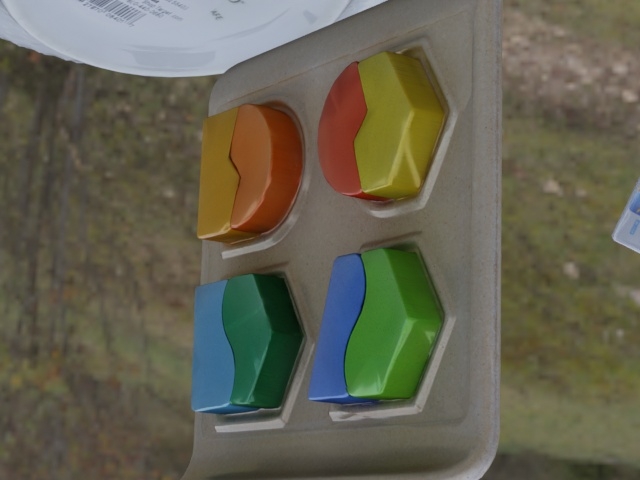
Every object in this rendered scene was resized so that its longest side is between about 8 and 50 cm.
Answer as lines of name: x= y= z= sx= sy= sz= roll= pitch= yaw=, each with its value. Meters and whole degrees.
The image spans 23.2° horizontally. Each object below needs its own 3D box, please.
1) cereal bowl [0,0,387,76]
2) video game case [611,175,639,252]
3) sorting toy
cereal bowl: x=-0.065 y=-0.175 z=0.720 sx=0.339 sy=0.141 sz=0.339 roll=-4 pitch=156 yaw=-2
video game case: x=0.157 y=-0.032 z=0.502 sx=0.087 sy=0.011 sz=0.122 roll=28 pitch=120 yaw=12
sorting toy: x=0.000 y=0.000 z=0.631 sx=0.038 sy=0.208 sz=0.193 roll=16 pitch=163 yaw=-34
